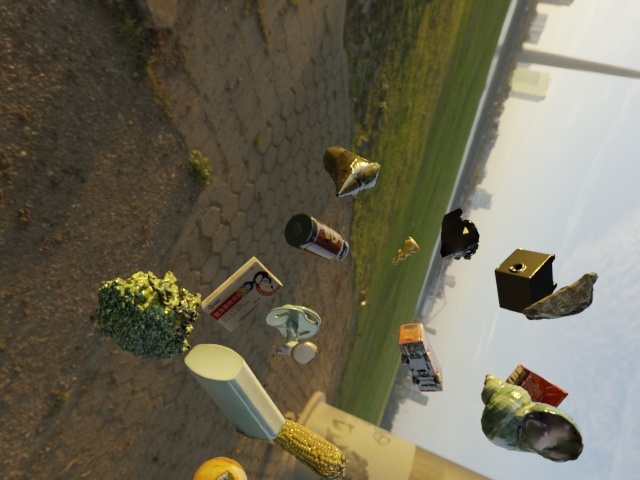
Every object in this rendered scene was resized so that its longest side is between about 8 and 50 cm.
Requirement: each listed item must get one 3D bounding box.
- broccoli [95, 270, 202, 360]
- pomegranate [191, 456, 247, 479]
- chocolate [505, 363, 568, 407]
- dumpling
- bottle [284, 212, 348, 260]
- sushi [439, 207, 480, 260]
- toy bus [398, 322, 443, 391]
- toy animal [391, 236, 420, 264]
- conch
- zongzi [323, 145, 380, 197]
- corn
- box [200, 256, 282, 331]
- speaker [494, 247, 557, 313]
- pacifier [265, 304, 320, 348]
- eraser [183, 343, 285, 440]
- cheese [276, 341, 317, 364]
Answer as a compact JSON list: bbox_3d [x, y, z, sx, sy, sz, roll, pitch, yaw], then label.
[{"bbox_3d":[-0.574,0.246,1.374,0.324,0.335,0.271,111,-11,-64],"label":"broccoli"},{"bbox_3d":[-0.430,1.063,1.733,0.264,0.265,0.264,18,90,-74],"label":"pomegranate"},{"bbox_3d":[0.916,0.693,1.809,0.237,0.235,0.108,-59,-168,9],"label":"chocolate"},{"bbox_3d":[1.047,0.279,1.738,0.332,0.166,0.086,-36,-163,20],"label":"dumpling"},{"bbox_3d":[0.000,0.000,1.709,0.336,0.144,0.143,27,81,-55],"label":"bottle"},{"bbox_3d":[0.544,-0.004,1.587,0.150,0.153,0.172,36,35,-45],"label":"sushi"},{"bbox_3d":[0.231,0.270,0.932,0.192,0.065,0.077,61,30,-34],"label":"toy bus"},{"bbox_3d":[0.426,0.060,2.107,0.159,0.083,0.070,-42,-177,15],"label":"toy animal"},{"bbox_3d":[0.548,0.489,1.117,0.196,0.277,0.220,-12,136,-27],"label":"conch"},{"bbox_3d":[0.055,-0.234,1.425,0.242,0.221,0.112,-33,143,-38],"label":"zongzi"},{"bbox_3d":[-0.044,0.731,1.449,0.115,0.318,0.115,-38,139,-43],"label":"corn"},{"bbox_3d":[-0.390,0.272,2.045,0.353,0.069,0.214,-43,121,-3],"label":"box"},{"bbox_3d":[0.985,0.187,1.968,0.254,0.184,0.232,-34,119,-29],"label":"speaker"},{"bbox_3d":[-0.146,0.507,2.295,0.343,0.289,0.268,45,31,-40],"label":"pacifier"},{"bbox_3d":[-0.227,0.412,1.101,0.104,0.189,0.289,-49,133,-34],"label":"eraser"},{"bbox_3d":[-0.097,0.478,1.725,0.047,0.171,0.092,131,-53,-80],"label":"cheese"}]
